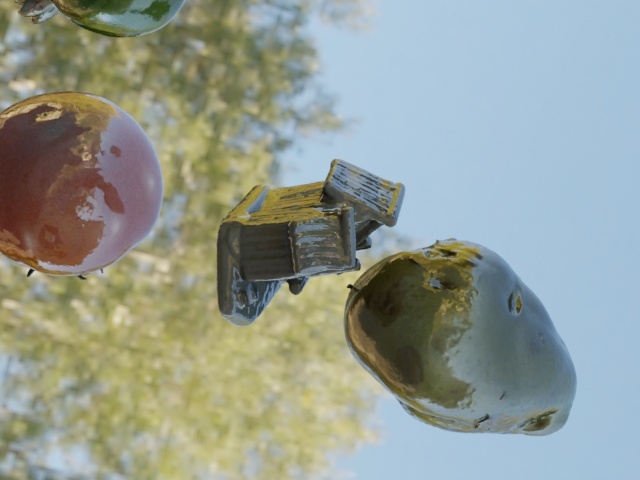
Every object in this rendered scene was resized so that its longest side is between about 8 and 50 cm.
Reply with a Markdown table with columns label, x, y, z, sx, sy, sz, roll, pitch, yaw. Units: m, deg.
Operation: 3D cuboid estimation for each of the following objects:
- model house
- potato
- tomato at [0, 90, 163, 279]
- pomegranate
| label | x | y | z | sx | sy | sz | roll | pitch | yaw |
| --- | --- | --- | --- | --- | --- | --- | --- | --- | --- |
| model house | -0.007 | -0.005 | 1.884 | 0.188 | 0.122 | 0.229 | -15 | -166 | 22 |
| potato | 0.173 | 0.122 | 2.023 | 0.218 | 0.351 | 0.202 | 15 | -106 | 51 |
| tomato | -0.335 | -0.075 | 2.337 | 0.256 | 0.256 | 0.224 | -112 | -171 | -50 |
| pomegranate | -0.227 | -0.285 | 1.820 | 0.209 | 0.180 | 0.180 | -27 | -130 | 31 |
